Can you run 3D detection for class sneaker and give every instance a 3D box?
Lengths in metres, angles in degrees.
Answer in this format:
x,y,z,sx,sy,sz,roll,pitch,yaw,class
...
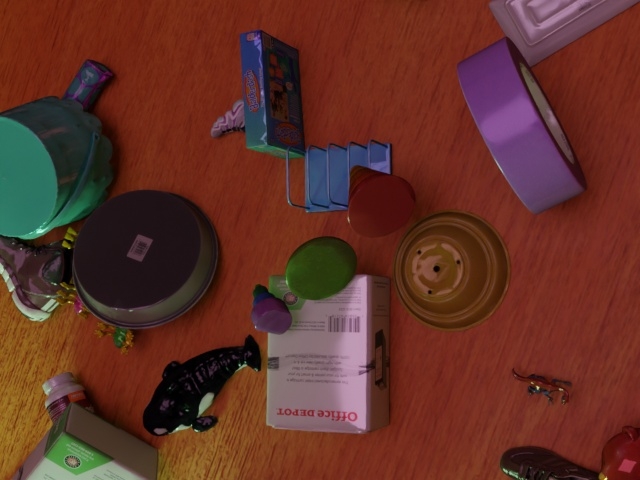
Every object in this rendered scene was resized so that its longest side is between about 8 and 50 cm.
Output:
x,y,z,sx,sy,sz,roll,pitch,yaw,class
-0.164,-0.219,1.913,0.098,0.038,0.069,-45,70,15,sneaker
-0.603,0.015,2.066,0.162,0.106,0.281,-36,83,11,sneaker
0.381,0.385,1.619,0.188,0.071,0.066,11,91,23,sneaker

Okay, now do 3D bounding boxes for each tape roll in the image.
x,y,z,sx,sy,sz,roll,pitch,yaw,class
0.321,-0.182,1.571,0.090,0.275,0.275,-28,76,21,tape roll

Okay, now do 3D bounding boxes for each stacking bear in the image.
x,y,z,sx,sy,sz,roll,pitch,yaw,class
0.533,0.423,1.511,0.164,0.175,0.289,-29,66,0,stacking bear

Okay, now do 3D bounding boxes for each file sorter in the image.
x,y,z,sx,sy,sz,roll,pitch,yaw,class
0.033,-0.117,1.785,0.170,0.104,0.118,-3,86,23,file sorter

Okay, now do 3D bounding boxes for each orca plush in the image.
x,y,z,sx,sy,sz,roll,pitch,yaw,class
-0.242,0.288,1.880,0.287,0.102,0.151,-23,78,20,orca plush

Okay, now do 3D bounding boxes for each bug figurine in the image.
x,y,z,sx,sy,sz,roll,pitch,yaw,class
-0.409,0.092,1.982,0.279,0.072,0.216,33,103,19,bug figurine

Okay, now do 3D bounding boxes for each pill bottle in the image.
x,y,z,sx,sy,sz,roll,pitch,yaw,class
-0.503,0.348,1.999,0.086,0.086,0.152,-33,75,18,pill bottle

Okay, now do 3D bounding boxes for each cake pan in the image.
x,y,z,sx,sy,sz,roll,pitch,yaw,class
-0.346,0.025,1.906,0.293,0.054,0.293,-3,66,7,cake pan

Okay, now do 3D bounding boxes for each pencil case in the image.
x,y,z,sx,sy,sz,roll,pitch,yaw,class
-0.493,-0.301,2.047,0.070,0.064,0.151,43,104,36,pencil case

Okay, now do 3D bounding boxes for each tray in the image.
x,y,z,sx,sy,sz,roll,pitch,yaw,class
0.429,-0.422,1.673,0.270,0.030,0.145,-31,76,19,tray

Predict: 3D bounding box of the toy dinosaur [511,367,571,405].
x,y,z,sx,sy,sz,roll,pitch,yaw,class
0.371,0.247,1.634,0.082,0.090,0.047,-4,70,67,toy dinosaur

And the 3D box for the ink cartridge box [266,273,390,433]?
x,y,z,sx,sy,sz,roll,pitch,yaw,class
0.015,0.198,1.767,0.198,0.115,0.273,-1,85,23,ink cartridge box

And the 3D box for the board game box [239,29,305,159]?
x,y,z,sx,sy,sz,roll,pitch,yaw,class
-0.087,-0.264,1.817,0.047,0.160,0.210,-7,83,23,board game box

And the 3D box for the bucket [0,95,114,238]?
x,y,z,sx,sy,sz,roll,pitch,yaw,class
-0.572,-0.142,1.968,0.281,0.183,0.281,6,108,20,bucket

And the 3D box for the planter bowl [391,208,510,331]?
x,y,z,sx,sy,sz,roll,pitch,yaw,class
0.212,0.050,1.705,0.217,0.090,0.217,-1,86,23,planter bowl

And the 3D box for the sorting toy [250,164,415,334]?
x,y,z,sx,sy,sz,roll,pitch,yaw,class
0.000,0.000,1.693,0.365,0.127,0.126,-47,39,15,sorting toy

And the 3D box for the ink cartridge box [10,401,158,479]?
x,y,z,sx,sy,sz,roll,pitch,yaw,class
-0.482,0.490,1.909,0.211,0.121,0.289,35,104,-19,ink cartridge box
